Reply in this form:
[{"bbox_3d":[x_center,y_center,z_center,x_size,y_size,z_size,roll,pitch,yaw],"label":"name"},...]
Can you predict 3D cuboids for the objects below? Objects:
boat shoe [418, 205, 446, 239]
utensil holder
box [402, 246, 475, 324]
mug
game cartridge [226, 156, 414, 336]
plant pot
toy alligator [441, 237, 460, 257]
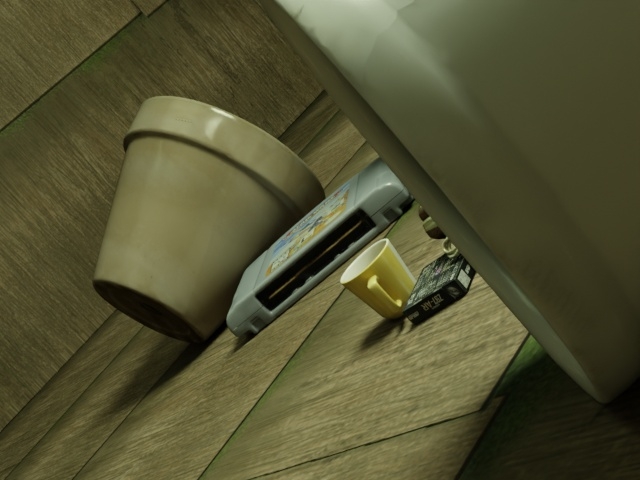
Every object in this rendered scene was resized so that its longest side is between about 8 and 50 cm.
[{"bbox_3d":[0.192,-0.101,1.124,0.257,0.095,0.095,-34,-16,16],"label":"boat shoe"},{"bbox_3d":[0.207,-0.150,0.711,0.385,0.327,0.327,-39,10,2],"label":"utensil holder"},{"bbox_3d":[0.115,0.036,1.120,0.067,0.018,0.083,-36,12,32],"label":"box"},{"bbox_3d":[0.059,0.046,1.159,0.062,0.064,0.078,-32,15,43],"label":"mug"},{"bbox_3d":[0.000,0.000,1.618,0.297,0.062,0.198,-40,15,14],"label":"game cartridge"},{"bbox_3d":[-0.192,-0.012,1.797,0.280,0.323,0.323,-64,17,-20],"label":"plant pot"},{"bbox_3d":[0.186,-0.031,1.060,0.051,0.056,0.190,5,-28,-38],"label":"toy alligator"}]
